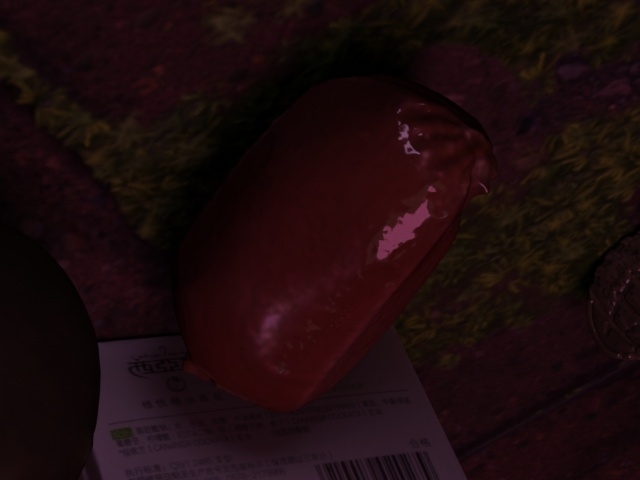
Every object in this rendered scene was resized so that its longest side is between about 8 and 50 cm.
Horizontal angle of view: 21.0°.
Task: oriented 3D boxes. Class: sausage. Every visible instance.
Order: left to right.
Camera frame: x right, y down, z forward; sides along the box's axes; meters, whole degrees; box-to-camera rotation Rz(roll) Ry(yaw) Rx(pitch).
[{"bbox_3d":[0.000,0.000,1.071,0.148,0.148,0.254,14,123,-40],"label":"sausage"}]

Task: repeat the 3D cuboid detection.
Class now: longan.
[{"bbox_3d":[-0.246,0.106,0.969,0.258,0.258,0.258,-15,141,-13],"label":"longan"}]

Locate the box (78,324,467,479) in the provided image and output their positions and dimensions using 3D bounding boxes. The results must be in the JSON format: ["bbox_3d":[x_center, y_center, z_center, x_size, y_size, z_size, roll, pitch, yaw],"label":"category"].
[{"bbox_3d":[-0.044,0.164,1.192,0.260,0.194,0.111,-5,138,-23],"label":"box"}]

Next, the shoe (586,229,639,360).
[{"bbox_3d":[0.288,0.027,1.313,0.180,0.089,0.092,-37,153,18],"label":"shoe"}]
